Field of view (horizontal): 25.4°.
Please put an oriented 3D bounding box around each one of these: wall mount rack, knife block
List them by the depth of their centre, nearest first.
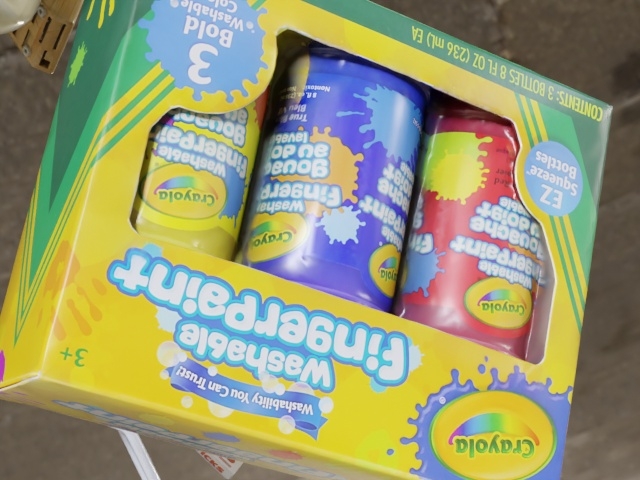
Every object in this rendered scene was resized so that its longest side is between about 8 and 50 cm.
[{"bbox_3d":[-0.254,0.230,1.544,0.304,0.130,0.350,25,172,-8],"label":"wall mount rack"},{"bbox_3d":[-0.301,-0.346,1.730,0.242,0.275,0.088,-19,154,-40],"label":"knife block"}]

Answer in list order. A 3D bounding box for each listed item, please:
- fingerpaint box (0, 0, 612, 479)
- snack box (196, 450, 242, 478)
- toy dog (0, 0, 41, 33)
[{"bbox_3d":[0.000,0.000,1.155,0.445,0.371,0.163,20,161,-24],"label":"fingerpaint box"},{"bbox_3d":[-0.145,0.177,1.554,0.064,0.178,0.022,-49,-175,-36],"label":"snack box"},{"bbox_3d":[-0.441,-0.354,1.498,0.408,0.395,0.284,11,167,26],"label":"toy dog"}]
